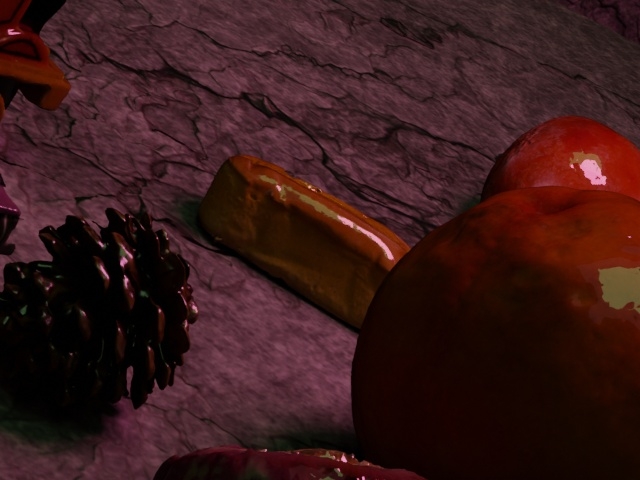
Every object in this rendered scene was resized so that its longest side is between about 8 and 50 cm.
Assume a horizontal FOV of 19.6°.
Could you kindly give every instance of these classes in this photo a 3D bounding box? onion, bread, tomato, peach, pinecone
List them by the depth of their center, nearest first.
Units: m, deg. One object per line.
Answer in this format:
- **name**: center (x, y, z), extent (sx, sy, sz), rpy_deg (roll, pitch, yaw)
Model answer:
- **onion**: center (-0.017, 0.223, 1.276), extent (0.230, 0.163, 0.230), rpy_deg (11, -4, 1)
- **pinecone**: center (-0.177, 0.056, 1.420), extent (0.173, 0.174, 0.173), rpy_deg (27, 23, -12)
- **peach**: center (0.187, 0.109, 1.498), extent (0.342, 0.302, 0.343), rpy_deg (-11, 23, 5)
- **bread**: center (0.000, 0.000, 1.832), extent (0.245, 0.094, 0.102), rpy_deg (32, 17, 0)
- **tomato**: center (0.304, -0.042, 2.183), extent (0.232, 0.189, 0.232), rpy_deg (26, 26, -14)

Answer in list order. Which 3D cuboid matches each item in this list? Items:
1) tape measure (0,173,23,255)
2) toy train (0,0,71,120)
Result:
- **tape measure**: center (-0.316, -0.046, 1.537), extent (0.125, 0.074, 0.118), rpy_deg (16, 26, -38)
- **toy train**: center (-0.364, -0.215, 1.603), extent (0.163, 0.232, 0.369), rpy_deg (46, 20, 28)
